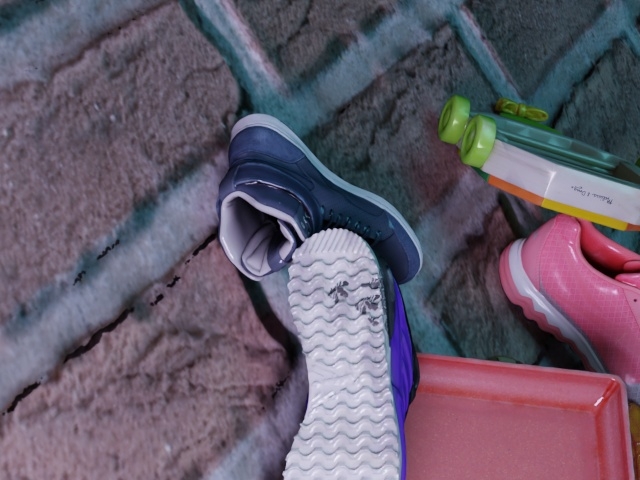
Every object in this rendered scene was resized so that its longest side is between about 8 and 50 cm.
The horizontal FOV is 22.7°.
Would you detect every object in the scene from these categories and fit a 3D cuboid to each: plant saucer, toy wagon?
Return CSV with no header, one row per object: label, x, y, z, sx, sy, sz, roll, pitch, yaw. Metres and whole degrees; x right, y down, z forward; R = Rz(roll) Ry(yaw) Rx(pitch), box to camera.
plant saucer,0.152,0.224,1.433,0.258,0.048,0.259,7,50,-4
toy wagon,0.267,-0.094,1.822,0.267,0.068,0.344,16,12,-12

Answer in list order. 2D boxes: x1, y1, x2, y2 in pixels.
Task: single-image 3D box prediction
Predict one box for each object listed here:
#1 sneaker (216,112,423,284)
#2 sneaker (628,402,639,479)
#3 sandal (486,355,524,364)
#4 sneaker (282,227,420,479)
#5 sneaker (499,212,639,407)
sneaker,-0.002,0.001,1.456,0.226,0.086,0.163,37,28,-17
sneaker,0.341,0.251,1.690,0.064,0.067,0.175,63,25,-49
sandal,0.200,0.190,1.626,0.072,0.049,0.180,13,41,-30
sneaker,0.040,0.146,1.378,0.146,0.102,0.293,34,55,-66
sneaker,0.342,0.094,1.759,0.314,0.136,0.116,42,42,1
